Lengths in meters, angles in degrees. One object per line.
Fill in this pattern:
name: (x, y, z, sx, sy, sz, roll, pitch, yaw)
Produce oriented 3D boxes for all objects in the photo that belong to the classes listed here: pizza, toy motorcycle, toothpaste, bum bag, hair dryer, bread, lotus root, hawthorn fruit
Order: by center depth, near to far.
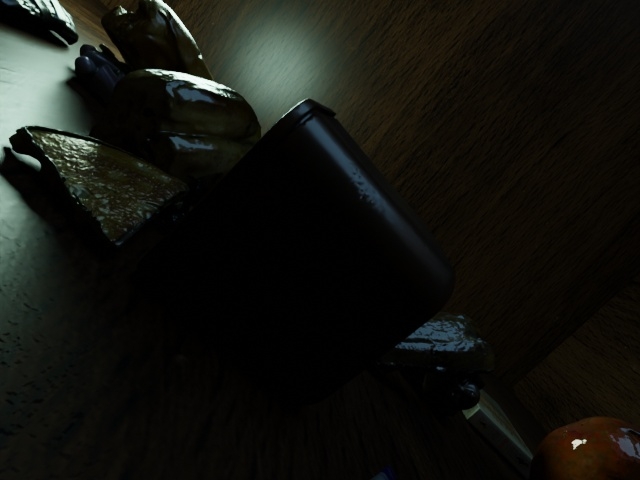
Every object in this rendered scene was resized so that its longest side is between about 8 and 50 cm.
pizza: (-0.213, -0.045, 0.456, 0.185, 0.036, 0.176, 10, 38, -48)
toothpaste: (0.069, 0.257, 0.461, 0.024, 0.015, 0.083, 58, 8, 31)
hair dryer: (-0.172, -0.043, 0.576, 0.031, 0.083, 0.079, 28, -3, 13)
lotus root: (-0.184, -0.150, 0.657, 0.193, 0.193, 0.291, 45, 21, 5)
hawthorn fruit: (0.532, 0.487, 0.824, 0.276, 0.276, 0.307, 47, -14, 21)
bum bag: (-0.565, -0.466, 0.826, 0.142, 0.080, 0.326, 46, 6, -13)
lotus root: (0.202, 0.183, 0.842, 0.330, 0.078, 0.167, 7, 21, -27)
toy motorcycle: (-0.416, -0.320, 0.845, 0.225, 0.073, 0.152, 49, 11, 28)
bread: (-0.319, -0.363, 0.968, 0.195, 0.149, 0.344, 43, -14, 34)

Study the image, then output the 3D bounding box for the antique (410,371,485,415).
antique: (0.237, 0.265, 0.929, 0.143, 0.121, 0.257, 31, 13, -37)

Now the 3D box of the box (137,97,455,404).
box: (-0.007, -0.005, 0.546, 0.229, 0.239, 0.339, 46, 14, -8)

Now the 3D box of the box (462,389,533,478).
box: (0.458, 0.477, 1.200, 0.204, 0.051, 0.365, 45, 7, 4)
